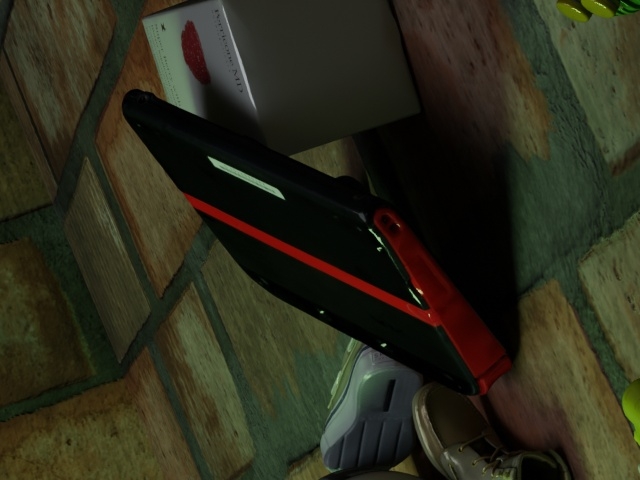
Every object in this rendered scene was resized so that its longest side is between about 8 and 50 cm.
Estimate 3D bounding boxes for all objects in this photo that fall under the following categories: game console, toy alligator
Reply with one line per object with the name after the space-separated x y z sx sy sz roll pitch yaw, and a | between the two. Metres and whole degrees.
0.000 0.000 1.946 0.386 0.060 0.342 25 159 40 | game console
0.232 -0.192 1.447 0.051 0.056 0.190 31 170 -19 | toy alligator

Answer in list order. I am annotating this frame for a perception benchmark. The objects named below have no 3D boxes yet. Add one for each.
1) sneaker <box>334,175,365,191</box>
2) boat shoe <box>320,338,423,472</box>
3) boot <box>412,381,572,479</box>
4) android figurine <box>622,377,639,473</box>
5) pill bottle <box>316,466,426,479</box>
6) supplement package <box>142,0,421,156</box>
0.021 0.010 2.206 0.082 0.069 0.209 -129 26 -53 | sneaker
0.065 0.180 2.243 0.302 0.109 0.094 108 162 -56 | boat shoe
0.181 0.225 1.963 0.213 0.077 0.165 60 161 7 | boot
0.307 0.223 1.539 0.273 0.056 0.248 -115 3 -73 | android figurine
0.063 0.358 2.126 0.363 0.210 0.210 133 116 -82 | pill bottle
-0.048 -0.188 2.027 0.293 0.175 0.177 5 113 69 | supplement package
